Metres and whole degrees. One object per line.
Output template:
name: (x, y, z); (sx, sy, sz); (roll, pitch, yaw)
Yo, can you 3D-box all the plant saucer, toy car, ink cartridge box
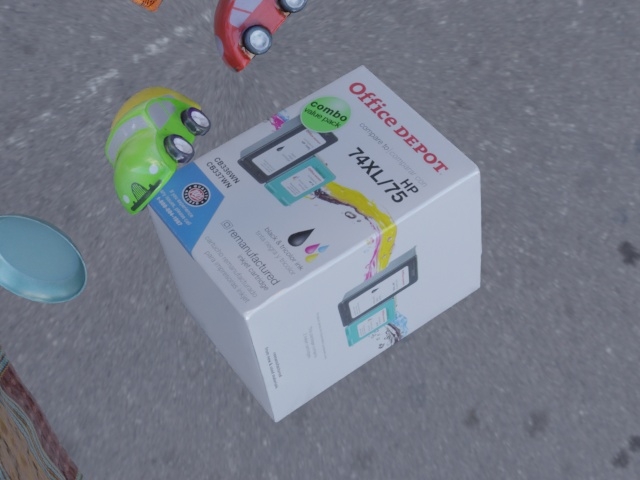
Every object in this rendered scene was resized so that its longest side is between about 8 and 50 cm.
plant saucer: (-0.286, 0.014, 1.120); (0.119, 0.021, 0.119); (9, 134, 9)
toy car: (-0.106, -0.099, 0.822); (0.053, 0.225, 0.239); (40, 120, -13)
ink cartridge box: (0.000, 0.000, 1.139); (0.270, 0.198, 0.197); (-32, 145, -16)

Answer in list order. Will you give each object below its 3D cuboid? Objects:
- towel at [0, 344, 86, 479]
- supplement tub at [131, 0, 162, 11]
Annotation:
towel: (-0.187, 0.221, 0.801); (0.040, 0.370, 0.271); (-28, 110, -6)
supplement tub: (-0.096, -0.333, 0.717); (0.207, 0.207, 0.338); (29, 95, -9)
